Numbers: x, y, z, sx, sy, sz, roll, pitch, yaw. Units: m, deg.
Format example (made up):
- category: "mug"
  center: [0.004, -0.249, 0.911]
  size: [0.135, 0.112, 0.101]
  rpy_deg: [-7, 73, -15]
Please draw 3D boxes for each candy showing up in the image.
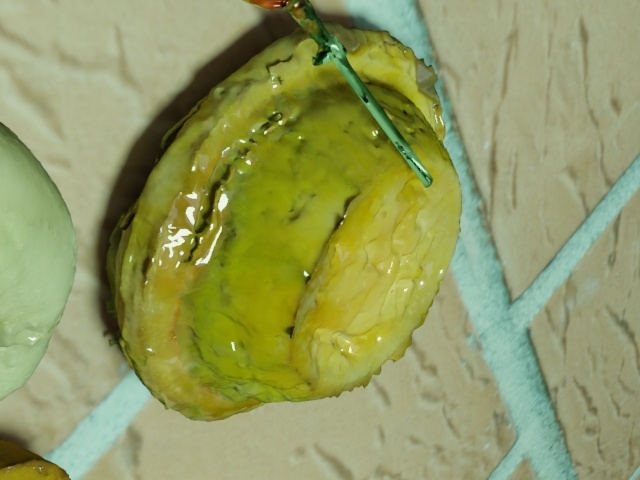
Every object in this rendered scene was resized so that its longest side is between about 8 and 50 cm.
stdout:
- category: "candy"
  center: [0.008, -0.102, 0.705]
  size: [0.055, 0.049, 0.184]
  rpy_deg: [-44, 106, -24]

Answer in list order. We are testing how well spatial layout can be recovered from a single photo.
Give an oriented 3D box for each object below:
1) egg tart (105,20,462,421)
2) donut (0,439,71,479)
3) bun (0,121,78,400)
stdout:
- category: "egg tart"
  center: [0.000, 0.000, 0.798]
  size: [0.288, 0.118, 0.288]
  rpy_deg: [-34, 138, -38]
- category: "donut"
  center: [-0.197, 0.157, 0.725]
  size: [0.108, 0.043, 0.097]
  rpy_deg: [-42, 144, -22]
- category: "bun"
  center: [-0.212, 0.007, 0.503]
  size: [0.231, 0.133, 0.231]
  rpy_deg: [-27, 157, -13]
